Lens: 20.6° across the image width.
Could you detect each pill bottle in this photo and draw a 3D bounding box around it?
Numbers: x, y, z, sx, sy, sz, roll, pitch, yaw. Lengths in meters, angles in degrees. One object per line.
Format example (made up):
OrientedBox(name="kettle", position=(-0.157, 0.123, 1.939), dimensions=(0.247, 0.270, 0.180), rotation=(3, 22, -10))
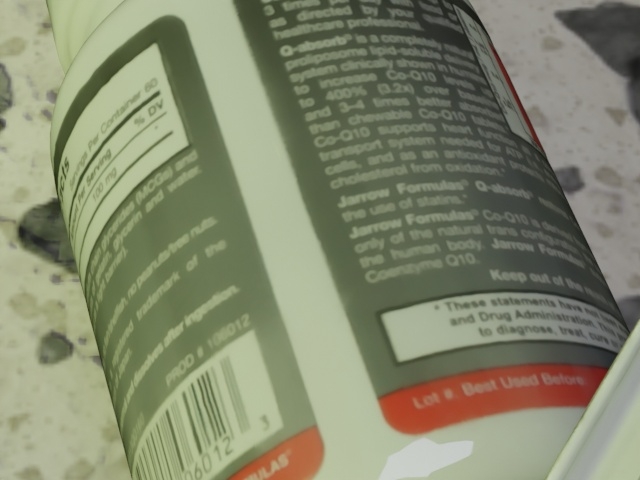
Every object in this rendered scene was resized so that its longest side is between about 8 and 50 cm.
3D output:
OrientedBox(name="pill bottle", position=(0.000, 0.000, 0.761), dimensions=(0.210, 0.210, 0.363), rotation=(-13, 56, -9))

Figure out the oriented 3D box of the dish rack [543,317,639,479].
OrientedBox(name="dish rack", position=(0.159, 0.195, 0.596), dimensions=(0.072, 0.285, 0.333), rotation=(-9, 37, 50))
